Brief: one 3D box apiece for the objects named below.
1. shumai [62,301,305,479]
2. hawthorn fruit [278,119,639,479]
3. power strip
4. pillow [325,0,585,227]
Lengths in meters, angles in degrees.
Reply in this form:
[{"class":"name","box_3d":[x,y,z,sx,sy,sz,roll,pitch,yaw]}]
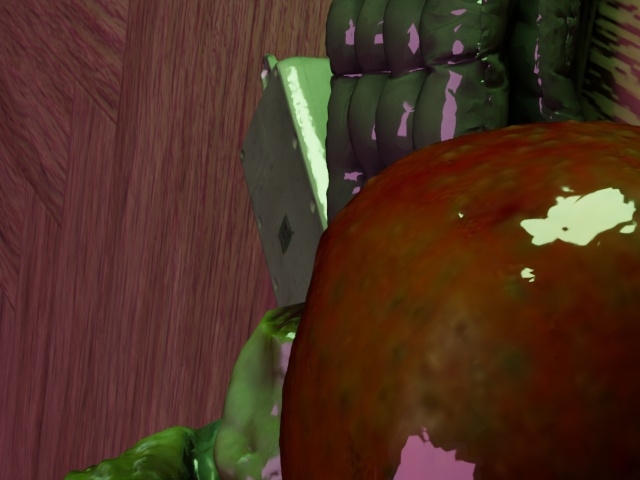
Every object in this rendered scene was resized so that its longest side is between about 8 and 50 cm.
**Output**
[{"class":"shumai","box_3d":[0.022,0.171,1.057,0.263,0.304,0.309,-48,17,12]},{"class":"hawthorn fruit","box_3d":[0.086,0.072,0.762,0.300,0.254,0.254,17,106,55]},{"class":"power strip","box_3d":[0.000,0.000,1.246,0.118,0.046,0.270,116,145,-51]},{"class":"pillow","box_3d":[0.074,-0.123,1.007,0.228,0.101,0.326,-165,78,-70]}]
